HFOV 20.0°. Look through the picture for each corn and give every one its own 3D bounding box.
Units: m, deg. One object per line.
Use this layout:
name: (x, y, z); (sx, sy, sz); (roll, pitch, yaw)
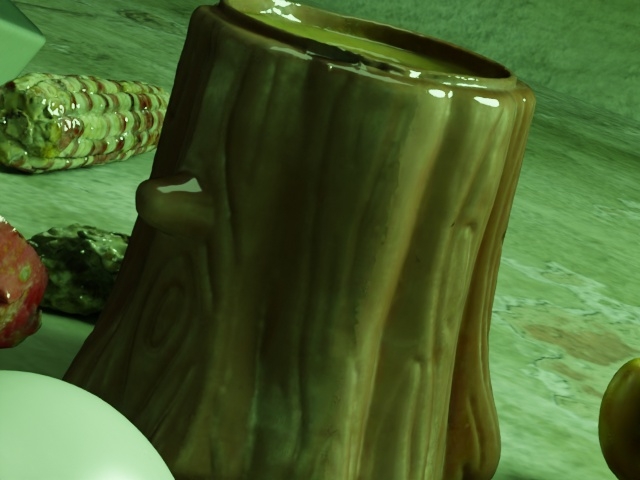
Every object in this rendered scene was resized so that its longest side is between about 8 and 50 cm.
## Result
corn: (-0.179, -0.093, 1.414); (0.079, 0.079, 0.237); (20, 11, 17)

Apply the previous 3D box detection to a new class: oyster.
oyster: (-0.111, 0.018, 1.078); (0.177, 0.056, 0.105); (4, 11, -44)

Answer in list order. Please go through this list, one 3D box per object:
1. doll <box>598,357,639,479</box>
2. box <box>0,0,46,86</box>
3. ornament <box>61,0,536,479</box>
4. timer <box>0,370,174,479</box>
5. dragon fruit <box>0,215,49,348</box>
doll: (0.264, 0.121, 0.882); (0.166, 0.162, 0.269); (45, 1, -14)
box: (-0.422, -0.270, 1.464); (0.367, 0.090, 0.373); (39, 7, 10)
ornament: (0.000, 0.000, 0.924); (0.235, 0.217, 0.221); (12, 13, -12)
timer: (-0.190, 0.036, 0.601); (0.383, 0.270, 0.270); (42, 24, 28)
dragon fruit: (-0.211, 0.037, 0.837); (0.153, 0.111, 0.153); (21, -26, 10)
